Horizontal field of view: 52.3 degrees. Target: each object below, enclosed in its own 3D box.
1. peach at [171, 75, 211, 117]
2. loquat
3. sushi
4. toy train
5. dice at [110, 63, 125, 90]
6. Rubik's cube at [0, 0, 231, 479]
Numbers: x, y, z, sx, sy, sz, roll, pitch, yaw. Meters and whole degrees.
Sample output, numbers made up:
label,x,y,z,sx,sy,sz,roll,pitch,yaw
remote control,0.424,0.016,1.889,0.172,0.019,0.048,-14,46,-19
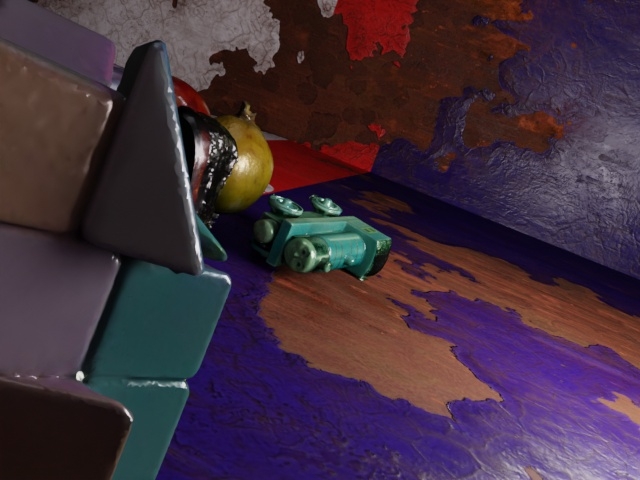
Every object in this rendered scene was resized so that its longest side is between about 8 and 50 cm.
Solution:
label,x,y,z,sx,sy,sz,roll,pitch,yaw
peach,-0.405,-0.337,1.724,0.244,0.243,0.199,17,57,-12
loquat,-0.197,-0.182,1.405,0.214,0.246,0.213,23,14,-6
sushi,-0.242,-0.123,1.165,0.136,0.225,0.126,24,14,16
toy train,0.000,0.000,1.269,0.194,0.120,0.298,33,18,25
dice,-0.396,-0.135,0.915,0.270,0.270,0.271,14,16,-22
Rubik's cube,-0.252,0.000,0.489,0.368,0.358,0.387,23,4,6
